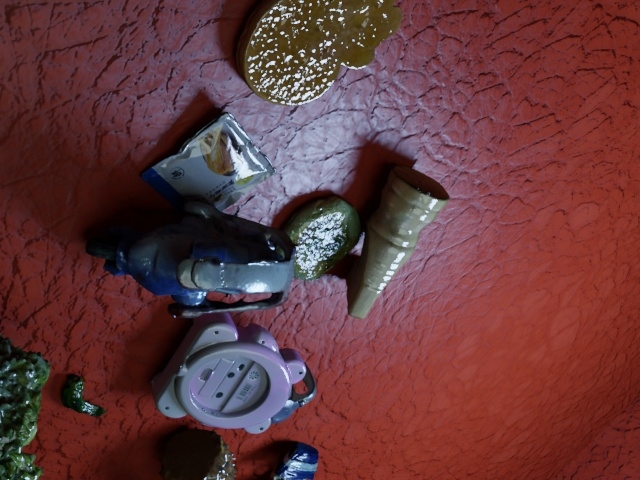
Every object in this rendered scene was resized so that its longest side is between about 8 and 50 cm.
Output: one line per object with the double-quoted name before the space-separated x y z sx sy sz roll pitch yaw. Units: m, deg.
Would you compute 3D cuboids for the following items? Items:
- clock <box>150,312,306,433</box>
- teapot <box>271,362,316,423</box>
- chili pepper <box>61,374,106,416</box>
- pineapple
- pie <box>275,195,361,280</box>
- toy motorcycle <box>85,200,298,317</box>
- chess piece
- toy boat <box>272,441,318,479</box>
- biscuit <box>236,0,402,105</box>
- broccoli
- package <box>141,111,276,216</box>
"clock" -0.170 0.257 1.519 0.247 0.090 0.228 26 107 -28
"teapot" -0.088 0.324 1.671 0.149 0.108 0.111 0 125 -38
"chili pepper" -0.428 0.286 1.425 0.055 0.035 0.118 -19 132 -2
"pineapple" -0.250 0.553 1.707 0.165 0.165 0.365 -22 137 -23
"pie" 0.000 0.000 1.516 0.186 0.041 0.187 -22 135 -24
"toy motorcycle" -0.181 0.018 1.259 0.319 0.182 0.241 4 159 -41
"chess piece" 0.127 0.009 1.558 0.137 0.137 0.301 9 117 -43
"toy boat" -0.097 0.594 1.869 0.292 0.070 0.210 -48 152 -26
"biscuit" 0.000 -0.321 1.242 0.288 0.044 0.202 -34 139 -13
"broccoli" -0.538 0.325 1.193 0.276 0.339 0.318 -1 153 -4
"package" -0.175 -0.108 1.291 0.173 0.027 0.171 -38 142 4
